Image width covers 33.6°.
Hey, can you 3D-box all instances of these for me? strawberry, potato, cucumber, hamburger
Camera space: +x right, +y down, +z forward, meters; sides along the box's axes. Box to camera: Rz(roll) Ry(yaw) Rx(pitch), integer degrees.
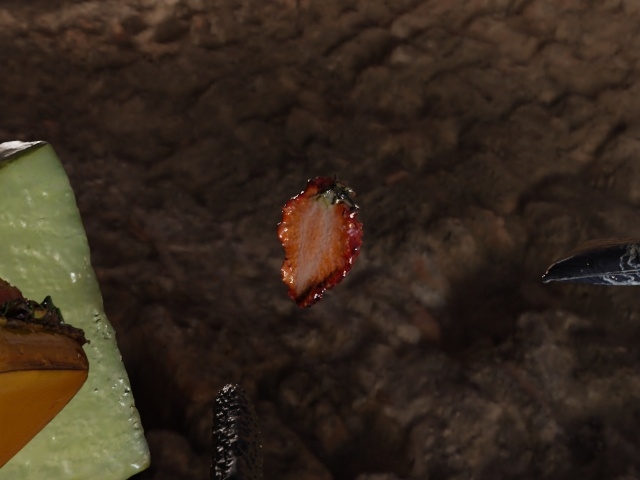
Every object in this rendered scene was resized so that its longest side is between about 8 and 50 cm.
[{"bbox_3d":[0.002,-0.001,1.134,0.104,0.152,0.048,34,-153,27],"label":"strawberry"},{"bbox_3d":[-0.351,0.088,1.033,0.212,0.331,0.280,-19,-171,-35],"label":"potato"},{"bbox_3d":[-0.111,0.270,1.412,0.072,0.072,0.300,10,-160,-8],"label":"cucumber"},{"bbox_3d":[-0.194,0.066,0.503,0.087,0.137,0.166,47,-178,15],"label":"hamburger"}]

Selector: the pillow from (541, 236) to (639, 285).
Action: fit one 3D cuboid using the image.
[{"bbox_3d":[0.380,0.020,1.247,0.208,0.055,0.141,-5,-168,36],"label":"pillow"}]
